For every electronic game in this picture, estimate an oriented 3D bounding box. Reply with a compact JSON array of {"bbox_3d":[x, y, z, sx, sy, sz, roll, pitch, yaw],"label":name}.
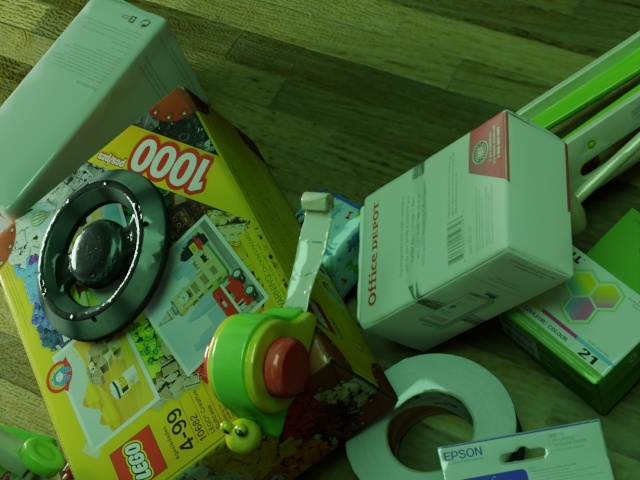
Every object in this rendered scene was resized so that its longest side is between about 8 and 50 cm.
[{"bbox_3d":[-0.281,0.018,1.806,0.229,0.048,0.229,-14,66,34],"label":"electronic game"}]

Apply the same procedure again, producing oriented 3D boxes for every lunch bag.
[{"bbox_3d":[0.000,0.000,1.988,0.129,0.096,0.151,-48,41,-11],"label":"lunch bag"}]

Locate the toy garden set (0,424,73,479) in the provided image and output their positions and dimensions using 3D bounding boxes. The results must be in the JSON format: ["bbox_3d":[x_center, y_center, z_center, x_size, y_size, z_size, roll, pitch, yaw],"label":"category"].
[{"bbox_3d":[-0.405,0.383,1.895,0.203,0.049,0.244,9,61,25],"label":"toy garden set"}]

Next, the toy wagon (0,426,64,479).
[{"bbox_3d":[-0.425,0.347,1.762,0.267,0.344,0.068,-54,11,18],"label":"toy wagon"}]

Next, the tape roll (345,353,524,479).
[{"bbox_3d":[0.145,0.255,1.785,0.219,0.072,0.219,-8,56,12],"label":"tape roll"}]

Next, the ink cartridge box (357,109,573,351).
[{"bbox_3d":[0.180,-0.007,1.805,0.283,0.117,0.207,-32,45,45],"label":"ink cartridge box"}]

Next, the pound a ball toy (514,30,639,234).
[{"bbox_3d":[0.408,-0.134,1.901,0.319,0.136,0.208,-34,37,-3],"label":"pound a ball toy"}]

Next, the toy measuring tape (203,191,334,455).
[{"bbox_3d":[-0.058,0.080,1.603,0.121,0.121,0.330,7,72,22],"label":"toy measuring tape"}]

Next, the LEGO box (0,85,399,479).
[{"bbox_3d":[-0.184,0.106,1.860,0.372,0.193,0.500,-38,54,11],"label":"LEGO box"}]

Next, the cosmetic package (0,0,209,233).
[{"bbox_3d":[-0.360,-0.153,2.124,0.156,0.217,0.385,26,67,30],"label":"cosmetic package"}]

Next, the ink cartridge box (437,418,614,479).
[{"bbox_3d":[0.255,0.330,1.664,0.206,0.045,0.208,-9,70,-5],"label":"ink cartridge box"}]

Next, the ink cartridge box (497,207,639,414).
[{"bbox_3d":[0.378,0.066,1.818,0.255,0.097,0.189,-43,56,-11],"label":"ink cartridge box"}]
